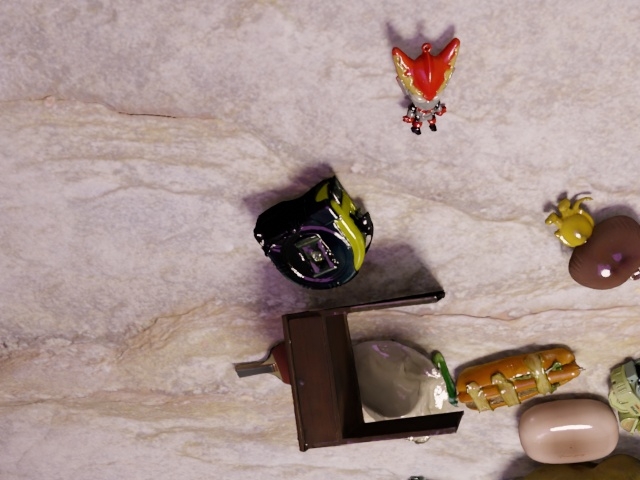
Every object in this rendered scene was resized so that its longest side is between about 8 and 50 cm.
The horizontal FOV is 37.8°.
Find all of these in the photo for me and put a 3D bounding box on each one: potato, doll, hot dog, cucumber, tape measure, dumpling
[{"bbox_3d":[0.546,0.554,1.946,0.351,0.218,0.202,-24,94,34],"label":"potato"},{"bbox_3d":[0.168,-0.248,1.506,0.109,0.057,0.169,-10,141,-5],"label":"doll"},{"bbox_3d":[0.392,0.278,1.862,0.270,0.072,0.109,-19,125,20],"label":"hot dog"},{"bbox_3d":[0.252,0.291,1.907,0.037,0.037,0.155,-14,123,16],"label":"cucumber"},{"bbox_3d":[0.000,0.000,1.674,0.199,0.112,0.186,-25,122,24],"label":"tape measure"},{"bbox_3d":[0.157,0.293,1.870,0.247,0.142,0.172,43,100,-5],"label":"dumpling"},{"bbox_3d":[0.490,-0.001,1.640,0.145,0.096,0.188,-27,95,7],"label":"doll"}]

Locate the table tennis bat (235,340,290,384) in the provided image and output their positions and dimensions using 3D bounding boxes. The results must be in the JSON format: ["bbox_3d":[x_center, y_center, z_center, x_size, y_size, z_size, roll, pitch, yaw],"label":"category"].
[{"bbox_3d":[-0.067,0.255,1.925,0.221,0.019,0.130,-10,125,11],"label":"table tennis bat"}]

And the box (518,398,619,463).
[{"bbox_3d":[0.509,0.393,1.923,0.200,0.088,0.146,-8,127,10],"label":"box"}]

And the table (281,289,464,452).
[{"bbox_3d":[0.102,0.234,1.717,0.282,0.196,0.250,-8,86,12],"label":"table"}]

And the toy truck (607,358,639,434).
[{"bbox_3d":[0.640,0.328,1.863,0.116,0.085,0.191,-31,117,26],"label":"toy truck"}]

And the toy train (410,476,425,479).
[{"bbox_3d":[0.197,0.590,2.135,0.071,0.038,0.148,39,122,-21],"label":"toy train"}]
